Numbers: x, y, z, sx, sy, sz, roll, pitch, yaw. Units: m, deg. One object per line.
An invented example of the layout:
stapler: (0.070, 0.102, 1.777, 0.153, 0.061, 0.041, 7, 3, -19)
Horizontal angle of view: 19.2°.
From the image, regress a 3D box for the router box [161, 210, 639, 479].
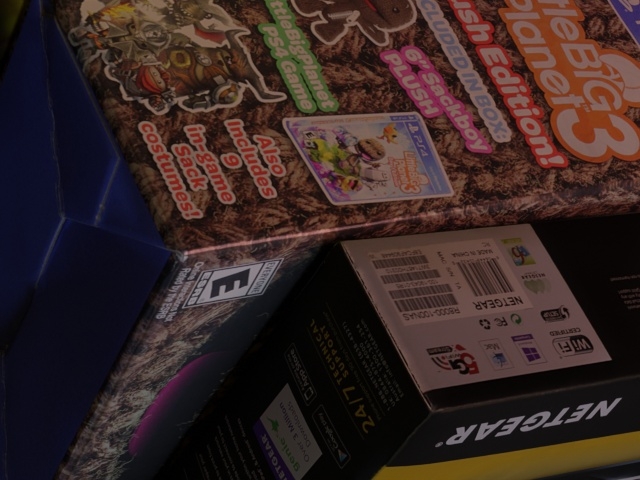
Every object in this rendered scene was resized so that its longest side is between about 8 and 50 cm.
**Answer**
router box: (0.088, 0.090, 0.830, 0.309, 0.081, 0.243, -6, 146, -37)

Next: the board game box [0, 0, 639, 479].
board game box: (0.000, 0.000, 0.839, 0.291, 0.141, 0.232, -9, 148, -32)
